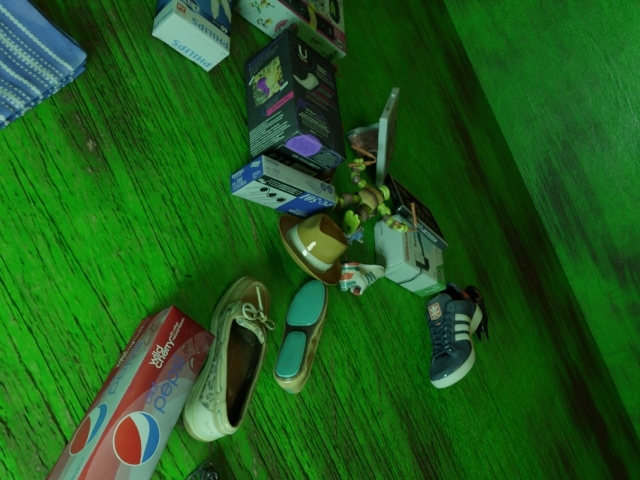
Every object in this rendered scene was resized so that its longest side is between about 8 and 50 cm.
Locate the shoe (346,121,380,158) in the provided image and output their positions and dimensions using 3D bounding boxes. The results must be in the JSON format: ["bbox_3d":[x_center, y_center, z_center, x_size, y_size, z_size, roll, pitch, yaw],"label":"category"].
[{"bbox_3d":[0.145,-0.284,1.405,0.178,0.063,0.081,-26,94,-49],"label":"shoe"}]

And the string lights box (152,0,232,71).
[{"bbox_3d":[-0.253,-0.493,1.004,0.133,0.076,0.260,25,53,-44],"label":"string lights box"}]

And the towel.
[{"bbox_3d":[-0.482,-0.248,0.620,0.243,0.040,0.336,46,41,-24],"label":"towel"}]

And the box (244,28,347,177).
[{"bbox_3d":[-0.058,-0.285,1.079,0.165,0.143,0.271,21,55,-46],"label":"box"}]

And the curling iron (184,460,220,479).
[{"bbox_3d":[-0.139,0.449,0.676,0.068,0.035,0.274,-5,75,-48],"label":"curling iron"}]

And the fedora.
[{"bbox_3d":[0.000,0.000,1.012,0.194,0.079,0.194,41,22,-21],"label":"fedora"}]

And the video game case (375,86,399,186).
[{"bbox_3d":[0.190,-0.292,1.391,0.193,0.023,0.213,-66,161,-45],"label":"video game case"}]

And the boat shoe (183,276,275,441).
[{"bbox_3d":[-0.125,0.176,0.792,0.104,0.089,0.285,39,44,-32],"label":"boat shoe"}]

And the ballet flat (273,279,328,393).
[{"bbox_3d":[-0.035,0.181,0.936,0.073,0.080,0.232,73,28,-42],"label":"ballet flat"}]

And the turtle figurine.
[{"bbox_3d":[0.100,-0.103,1.181,0.217,0.087,0.270,-25,79,-45],"label":"turtle figurine"}]

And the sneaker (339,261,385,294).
[{"bbox_3d":[0.095,0.090,1.154,0.161,0.057,0.075,11,80,-50],"label":"sneaker"}]

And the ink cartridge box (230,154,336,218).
[{"bbox_3d":[-0.072,-0.103,1.003,0.207,0.097,0.046,17,58,-46],"label":"ink cartridge box"}]

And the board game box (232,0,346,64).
[{"bbox_3d":[-0.072,-0.610,1.266,0.303,0.097,0.224,21,56,-39],"label":"board game box"}]

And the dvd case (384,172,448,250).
[{"bbox_3d":[0.260,-0.084,1.366,0.179,0.029,0.239,38,20,-19],"label":"dvd case"}]

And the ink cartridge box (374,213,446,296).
[{"bbox_3d":[0.242,0.043,1.324,0.208,0.086,0.153,28,50,-39],"label":"ink cartridge box"}]

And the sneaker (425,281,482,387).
[{"bbox_3d":[0.331,0.237,1.313,0.148,0.131,0.350,52,33,-8],"label":"sneaker"}]

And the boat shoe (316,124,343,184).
[{"bbox_3d":[0.013,-0.211,1.200,0.073,0.073,0.207,85,18,-51],"label":"boat shoe"}]

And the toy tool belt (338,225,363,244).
[{"bbox_3d":[0.072,-0.013,1.173,0.083,0.052,0.051,-11,71,-52],"label":"toy tool belt"}]

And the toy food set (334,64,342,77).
[{"bbox_3d":[0.022,-0.517,1.411,0.078,0.019,0.122,6,59,-50],"label":"toy food set"}]

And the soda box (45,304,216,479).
[{"bbox_3d":[-0.237,0.216,0.629,0.083,0.092,0.263,44,42,-26],"label":"soda box"}]

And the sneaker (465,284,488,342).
[{"bbox_3d":[0.499,0.233,1.573,0.089,0.051,0.170,-24,94,-58],"label":"sneaker"}]
